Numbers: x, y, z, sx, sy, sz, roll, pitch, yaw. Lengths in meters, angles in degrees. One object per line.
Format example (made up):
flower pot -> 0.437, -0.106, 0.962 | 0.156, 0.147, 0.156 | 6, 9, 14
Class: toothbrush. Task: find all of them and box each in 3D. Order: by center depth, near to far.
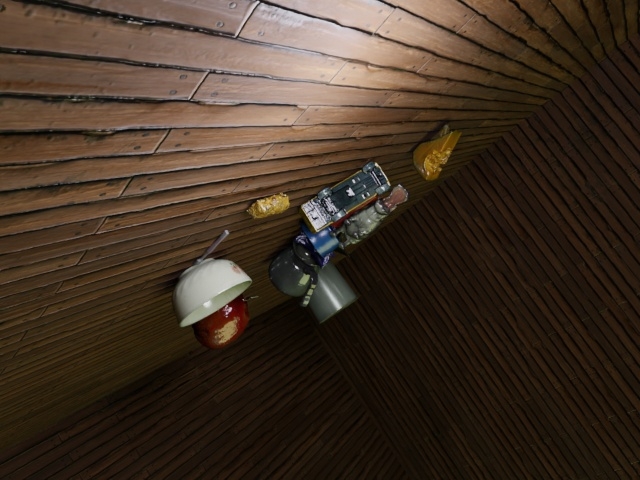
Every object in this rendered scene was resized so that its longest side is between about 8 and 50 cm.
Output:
toothbrush -> -0.337, 0.026, 1.480 | 0.194, 0.014, 0.017 | -39, 168, 33

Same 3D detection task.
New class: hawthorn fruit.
hawthorn fruit -> -0.389, 0.305, 2.008 | 0.300, 0.254, 0.254 | -21, 170, -4

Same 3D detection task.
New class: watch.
watch -> 0.000, -0.010, 1.965 | 0.171, 0.196, 0.200 | -43, 179, -1

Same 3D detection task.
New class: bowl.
bowl -> -0.379, 0.154, 1.599 | 0.277, 0.145, 0.277 | -32, 172, -5

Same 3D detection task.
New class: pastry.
pastry -> -0.142, -0.099, 1.381 | 0.080, 0.056, 0.140 | -26, -179, 42

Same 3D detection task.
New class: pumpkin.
pumpkin -> 0.458, -0.370, 1.951 | 0.131, 0.126, 0.248 | -13, 140, -47

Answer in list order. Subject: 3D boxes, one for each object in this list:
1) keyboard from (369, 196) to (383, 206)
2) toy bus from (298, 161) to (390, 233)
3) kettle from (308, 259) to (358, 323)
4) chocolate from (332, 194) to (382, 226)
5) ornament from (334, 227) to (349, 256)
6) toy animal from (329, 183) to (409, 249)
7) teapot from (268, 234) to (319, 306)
keyboard -> 0.203, -0.123, 1.972 | 0.067, 0.011, 0.202 | -32, 171, -18
toy bus -> 0.087, -0.152, 1.734 | 0.335, 0.121, 0.123 | -32, 177, -17
kettle -> -0.001, 0.230, 2.629 | 0.250, 0.377, 0.361 | -34, 171, -2
chocolate -> 0.132, -0.148, 1.958 | 0.237, 0.108, 0.235 | -34, 170, 12
ornament -> 0.093, -0.054, 2.371 | 0.196, 0.166, 0.153 | -60, 145, -14
toy animal -> 0.174, -0.077, 1.756 | 0.168, 0.106, 0.343 | -29, 174, -42
teapot -> -0.097, 0.117, 2.148 | 0.285, 0.223, 0.305 | -53, -172, 38
